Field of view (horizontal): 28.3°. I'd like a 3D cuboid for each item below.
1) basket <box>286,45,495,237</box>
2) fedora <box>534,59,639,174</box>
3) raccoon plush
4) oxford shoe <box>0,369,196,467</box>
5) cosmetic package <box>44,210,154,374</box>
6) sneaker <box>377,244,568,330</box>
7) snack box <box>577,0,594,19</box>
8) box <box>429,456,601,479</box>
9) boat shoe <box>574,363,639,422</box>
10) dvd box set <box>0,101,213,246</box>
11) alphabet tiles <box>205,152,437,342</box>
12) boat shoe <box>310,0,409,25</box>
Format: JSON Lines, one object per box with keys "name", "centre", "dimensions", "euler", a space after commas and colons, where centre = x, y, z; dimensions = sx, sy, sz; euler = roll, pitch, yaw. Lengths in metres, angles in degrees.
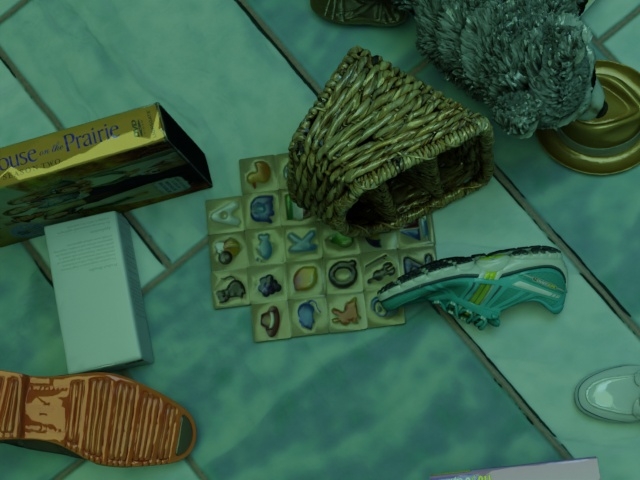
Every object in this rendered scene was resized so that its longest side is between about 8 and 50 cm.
{"name": "basket", "centre": [0.096, -0.093, 1.754], "dimensions": [0.223, 0.299, 0.213], "euler": [31, 83, 11]}
{"name": "fedora", "centre": [0.409, -0.190, 1.858], "dimensions": [0.194, 0.079, 0.194], "euler": [-1, 79, 6]}
{"name": "raccoon plush", "centre": [0.182, -0.274, 1.732], "dimensions": [0.447, 0.299, 0.216], "euler": [15, 111, 8]}
{"name": "oxford shoe", "centre": [-0.363, 0.256, 1.854], "dimensions": [0.364, 0.133, 0.130], "euler": [13, 75, -9]}
{"name": "cosmetic package", "centre": [-0.331, 0.081, 1.898], "dimensions": [0.117, 0.085, 0.231], "euler": [-12, 79, 5]}
{"name": "sneaker", "centre": [0.220, 0.076, 1.817], "dimensions": [0.275, 0.107, 0.110], "euler": [-7, 93, 3]}
{"name": "snack box", "centre": [0.359, -0.441, 1.896], "dimensions": [0.187, 0.060, 0.322], "euler": [42, 88, -5]}
{"name": "box", "centre": [0.261, 0.359, 1.682], "dimensions": [0.214, 0.243, 0.117], "euler": [-8, 78, 7]}
{"name": "boat shoe", "centre": [0.471, 0.210, 1.770], "dimensions": [0.226, 0.076, 0.083], "euler": [-4, 78, 7]}
{"name": "dvd box set", "centre": [-0.389, -0.077, 1.823], "dimensions": [0.420, 0.307, 0.062], "euler": [-16, 79, 3]}
{"name": "alphabet tiles", "centre": [0.000, 0.000, 1.908], "dimensions": [0.343, 0.011, 0.285], "euler": [-7, 78, 6]}
{"name": "boat shoe", "centre": [0.060, -0.359, 1.961], "dimensions": [0.153, 0.048, 0.056], "euler": [8, 92, 16]}
